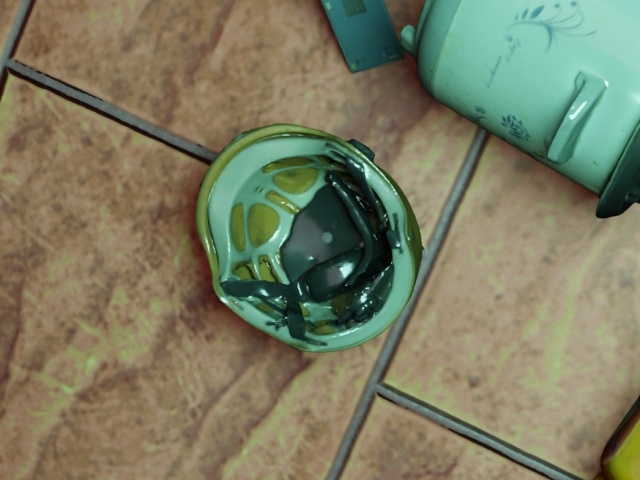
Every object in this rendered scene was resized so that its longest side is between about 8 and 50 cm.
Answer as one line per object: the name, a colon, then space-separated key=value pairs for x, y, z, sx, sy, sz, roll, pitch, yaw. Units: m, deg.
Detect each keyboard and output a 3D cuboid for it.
keyboard: x=0.028 y=-0.225 z=1.208 sx=0.055 sy=0.176 sz=0.014 roll=-18 pitch=47 yaw=9

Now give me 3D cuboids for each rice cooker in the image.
rice cooker: x=0.242 y=-0.171 z=1.097 sx=0.316 sy=0.317 sz=0.264 roll=30 pitch=137 yaw=11

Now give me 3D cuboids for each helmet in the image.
helmet: x=0.000 y=0.000 z=1.240 sx=0.224 sy=0.130 sz=0.198 roll=44 pitch=100 yaw=18

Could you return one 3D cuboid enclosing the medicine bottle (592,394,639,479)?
medicine bottle: x=0.320 y=0.184 z=1.157 sx=0.112 sy=0.149 sz=0.222 roll=33 pitch=102 yaw=11
